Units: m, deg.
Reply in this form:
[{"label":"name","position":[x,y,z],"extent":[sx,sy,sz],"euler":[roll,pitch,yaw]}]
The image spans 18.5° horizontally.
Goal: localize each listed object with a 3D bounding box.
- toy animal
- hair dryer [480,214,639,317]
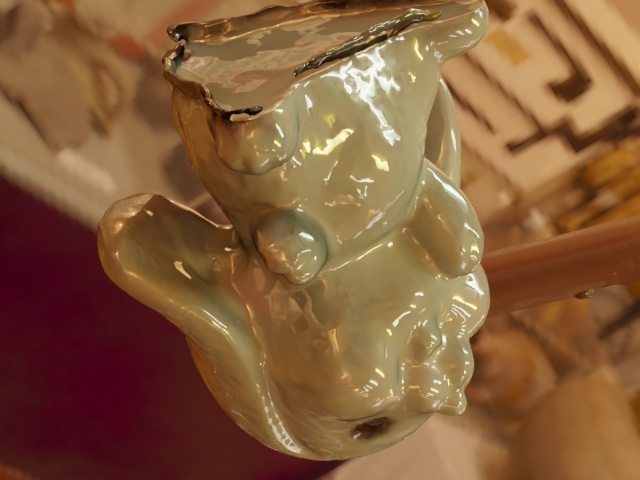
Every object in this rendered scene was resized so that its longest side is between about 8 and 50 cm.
[{"label":"toy animal","position":[-0.012,-0.008,1.136],"extent":[0.249,0.174,0.289],"euler":[-3,103,-42]},{"label":"hair dryer","position":[0.234,0.029,1.589],"extent":[0.107,0.344,0.189],"euler":[10,68,-60]}]
